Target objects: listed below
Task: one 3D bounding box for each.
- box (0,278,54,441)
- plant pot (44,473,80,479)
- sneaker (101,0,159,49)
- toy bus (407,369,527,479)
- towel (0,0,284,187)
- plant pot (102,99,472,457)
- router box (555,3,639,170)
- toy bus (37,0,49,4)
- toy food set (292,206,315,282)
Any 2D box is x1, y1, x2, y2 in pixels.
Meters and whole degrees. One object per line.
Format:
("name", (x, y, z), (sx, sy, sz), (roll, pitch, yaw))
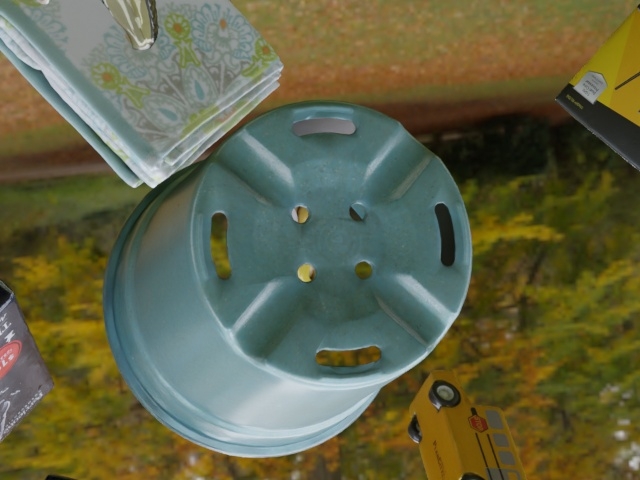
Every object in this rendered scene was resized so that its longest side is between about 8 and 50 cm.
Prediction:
("box", (-0.460, 0.170, 1.143), (0.343, 0.179, 0.312), (-47, 169, -20))
("plant pot", (-0.215, 0.378, 1.230), (0.167, 0.187, 0.188), (-4, -133, 29))
("sneaker", (-0.319, -0.349, 1.170), (0.182, 0.410, 0.158), (-33, -161, 7))
("toy bus", (0.238, 0.359, 1.777), (0.130, 0.108, 0.333), (7, -138, -20))
("towel", (-0.269, -0.288, 1.700), (0.320, 0.374, 0.090), (-45, -175, -35))
("plant pot", (-0.029, 0.032, 1.125), (0.341, 0.341, 0.334), (-8, 169, -16))
("router box", (0.311, -0.119, 1.002), (0.046, 0.133, 0.179), (28, -163, -48))
("toy bus", (-0.453, -0.368, 1.403), (0.202, 0.191, 0.104), (33, -118, 27))
("toy food set", (0.000, 0.000, 1.807), (0.092, 0.306, 0.219), (9, -154, 28))
